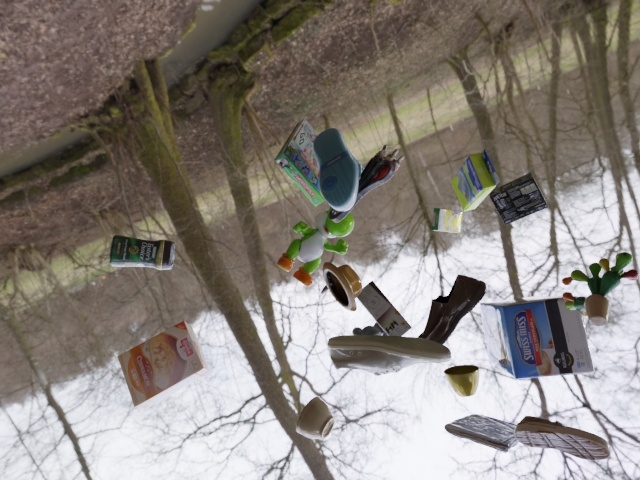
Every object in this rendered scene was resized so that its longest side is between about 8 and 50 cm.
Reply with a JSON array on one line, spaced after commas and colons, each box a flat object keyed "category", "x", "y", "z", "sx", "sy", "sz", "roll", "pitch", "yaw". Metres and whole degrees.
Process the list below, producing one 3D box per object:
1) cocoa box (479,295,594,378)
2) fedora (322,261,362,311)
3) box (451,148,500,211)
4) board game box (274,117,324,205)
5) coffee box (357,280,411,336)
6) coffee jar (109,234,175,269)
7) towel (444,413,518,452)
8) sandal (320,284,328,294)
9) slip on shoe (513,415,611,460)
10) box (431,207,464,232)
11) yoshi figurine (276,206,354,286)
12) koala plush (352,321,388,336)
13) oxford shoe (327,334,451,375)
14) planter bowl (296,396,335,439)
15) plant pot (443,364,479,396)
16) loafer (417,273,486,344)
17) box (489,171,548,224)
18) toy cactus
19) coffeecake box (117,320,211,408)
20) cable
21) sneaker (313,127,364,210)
[{"category": "cocoa box", "x": 0.706, "y": 0.315, "z": 1.375, "sx": 0.228, "sy": 0.231, "sz": 0.347, "roll": -8, "pitch": 171, "yaw": 9}, {"category": "fedora", "x": 0.085, "y": 0.146, "z": 1.377, "sx": 0.079, "sy": 0.194, "sz": 0.194, "roll": -31, "pitch": -169, "yaw": -22}, {"category": "box", "x": 0.439, "y": -0.168, "z": 1.161, "sx": 0.042, "sy": 0.109, "sz": 0.178, "roll": -14, "pitch": 161, "yaw": -6}, {"category": "board game box", "x": -0.038, "y": -0.289, "z": 1.454, "sx": 0.046, "sy": 0.213, "sz": 0.317, "roll": -30, "pitch": -155, "yaw": 30}, {"category": "coffee box", "x": 0.259, "y": 0.296, "z": 1.699, "sx": 0.098, "sy": 0.246, "sz": 0.141, "roll": -39, "pitch": 169, "yaw": -3}, {"category": "coffee jar", "x": -0.554, "y": 0.040, "z": 1.269, "sx": 0.184, "sy": 0.096, "sz": 0.079, "roll": 6, "pitch": 158, "yaw": -21}, {"category": "towel", "x": 0.570, "y": 0.645, "z": 1.370, "sx": 0.209, "sy": 0.034, "sz": 0.285, "roll": 2, "pitch": 171, "yaw": 41}, {"category": "sandal", "x": 0.077, "y": 0.201, "z": 1.872, "sx": 0.219, "sy": 0.060, "sz": 0.090, "roll": -39, "pitch": -176, "yaw": 35}, {"category": "slip on shoe", "x": 0.365, "y": 0.294, "z": 0.615, "sx": 0.041, "sy": 0.051, "sz": 0.135, "roll": -37, "pitch": -175, "yaw": -36}, {"category": "box", "x": 0.596, "y": -0.091, "z": 1.877, "sx": 0.179, "sy": 0.105, "sz": 0.043, "roll": 5, "pitch": -178, "yaw": -30}, {"category": "yoshi figurine", "x": 0.002, "y": -0.003, "z": 1.579, "sx": 0.362, "sy": 0.203, "sz": 0.203, "roll": -52, "pitch": 151, "yaw": -8}, {"category": "koala plush", "x": 0.278, "y": 0.492, "z": 2.065, "sx": 0.221, "sy": 0.203, "sz": 0.196, "roll": 21, "pitch": 167, "yaw": -42}, {"category": "oxford shoe", "x": 0.232, "y": 0.408, "z": 1.419, "sx": 0.449, "sy": 0.130, "sz": 0.169, "roll": -6, "pitch": 175, "yaw": 29}, {"category": "planter bowl", "x": -0.007, "y": 0.744, "z": 1.662, "sx": 0.109, "sy": 0.162, "sz": 0.162, "roll": 23, "pitch": -144, "yaw": 30}, {"category": "plant pot", "x": 0.557, "y": 0.550, "z": 1.574, "sx": 0.134, "sy": 0.095, "sz": 0.134, "roll": -10, "pitch": 175, "yaw": -1}, {"category": "loafer", "x": 0.475, "y": 0.272, "z": 1.560, "sx": 0.366, "sy": 0.130, "sz": 0.134, "roll": -56, "pitch": 174, "yaw": 15}, {"category": "box", "x": 0.830, "y": -0.174, "z": 1.702, "sx": 0.180, "sy": 0.147, "sz": 0.077, "roll": -28, "pitch": -167, "yaw": 30}, {"category": "toy cactus", "x": 0.654, "y": 0.128, "z": 0.950, "sx": 0.180, "sy": 0.112, "sz": 0.219, "roll": -57, "pitch": 179, "yaw": -40}, {"category": "coffeecake box", "x": -0.402, "y": 0.320, "z": 1.049, "sx": 0.185, "sy": 0.142, "sz": 0.068, "roll": -28, "pitch": 156, "yaw": -11}, {"category": "cable", "x": 0.141, "y": -0.152, "z": 1.204, "sx": 0.287, "sy": 0.072, "sz": 0.139, "roll": -56, "pitch": -146, "yaw": 15}, {"category": "sneaker", "x": 0.085, "y": -0.185, "z": 1.267, "sx": 0.127, "sy": 0.208, "sz": 0.319, "roll": -22, "pitch": -128, "yaw": 20}]
